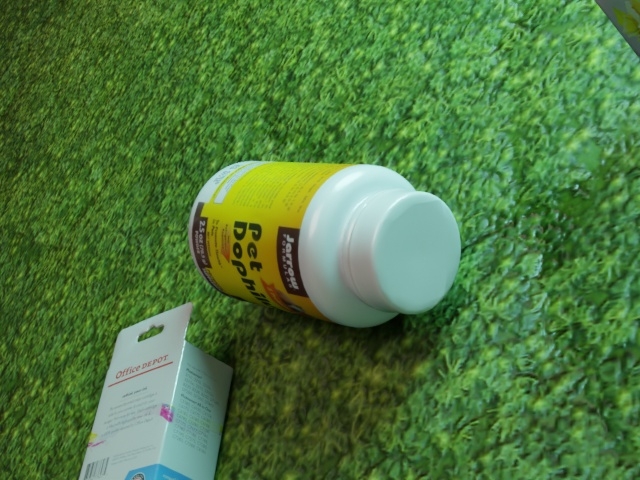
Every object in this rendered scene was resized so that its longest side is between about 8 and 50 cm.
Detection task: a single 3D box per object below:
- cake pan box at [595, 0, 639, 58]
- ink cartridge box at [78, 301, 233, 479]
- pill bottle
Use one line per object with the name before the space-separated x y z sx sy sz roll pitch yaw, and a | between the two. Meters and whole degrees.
cake pan box | 0.254 -0.150 0.451 0.070 0.246 0.267 8 66 51
ink cartridge box | -0.134 0.152 0.791 0.104 0.061 0.181 -23 45 35
pill bottle | 0.000 0.000 0.722 0.215 0.117 0.117 7 65 52
